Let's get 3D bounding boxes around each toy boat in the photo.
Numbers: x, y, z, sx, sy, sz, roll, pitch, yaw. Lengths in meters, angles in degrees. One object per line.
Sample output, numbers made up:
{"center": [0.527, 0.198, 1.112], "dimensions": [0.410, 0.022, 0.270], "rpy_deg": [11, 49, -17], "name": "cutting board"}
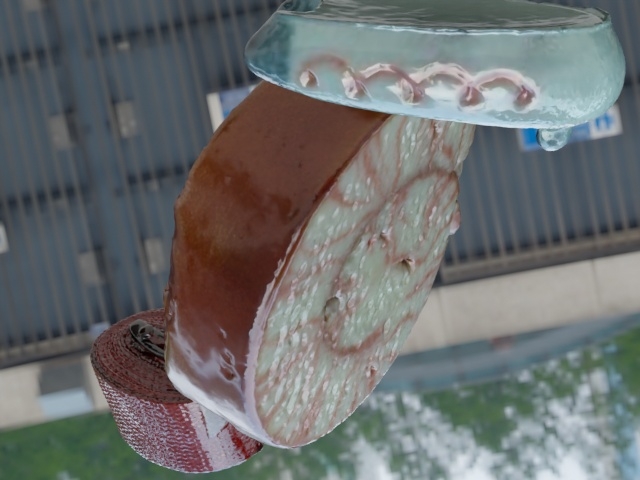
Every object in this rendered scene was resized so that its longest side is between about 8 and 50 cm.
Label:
{"center": [0.065, -0.095, 0.867], "dimensions": [0.207, 0.079, 0.134], "rpy_deg": [5, -165, 6], "name": "toy boat"}

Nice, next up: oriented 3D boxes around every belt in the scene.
{"center": [-0.144, 0.142, 1.561], "dimensions": [0.128, 0.124, 0.201], "rpy_deg": [-38, -142, -29], "name": "belt"}

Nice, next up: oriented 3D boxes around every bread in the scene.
{"center": [-0.002, 0.003, 1.200], "dimensions": [0.114, 0.328, 0.295], "rpy_deg": [28, -146, 23], "name": "bread"}
